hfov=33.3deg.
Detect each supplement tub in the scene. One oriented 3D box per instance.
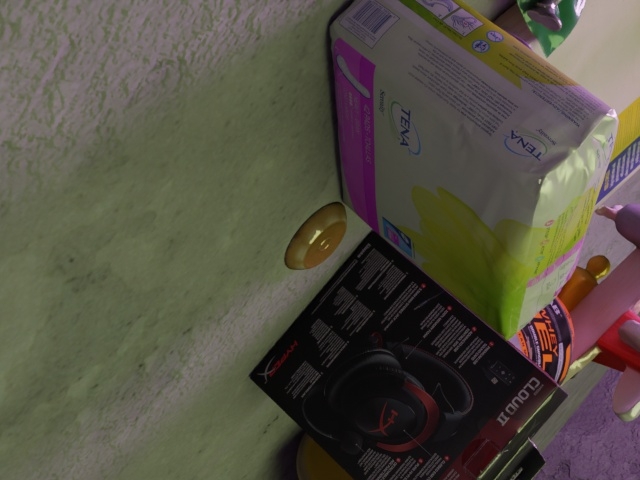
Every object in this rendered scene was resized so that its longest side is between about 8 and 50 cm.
[{"bbox_3d":[0.208,0.148,1.428,0.338,0.207,0.207,-8,135,-59],"label":"supplement tub"}]

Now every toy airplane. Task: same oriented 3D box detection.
[{"bbox_3d":[0.411,0.109,1.657,0.384,0.272,0.386,-32,-165,42],"label":"toy airplane"}]

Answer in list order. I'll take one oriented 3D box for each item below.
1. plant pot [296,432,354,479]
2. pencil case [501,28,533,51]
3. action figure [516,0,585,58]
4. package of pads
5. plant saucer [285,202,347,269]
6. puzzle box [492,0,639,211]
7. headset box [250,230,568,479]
[{"bbox_3d":[0.076,0.347,1.490,0.254,0.254,0.239,-43,141,-14],"label":"plant pot"},{"bbox_3d":[0.165,-0.122,1.073,0.088,0.086,0.206,-44,157,-15],"label":"pencil case"},{"bbox_3d":[0.267,-0.297,1.003,0.232,0.063,0.137,-48,134,-16],"label":"action figure"},{"bbox_3d":[0.121,-0.059,0.908,0.101,0.229,0.296,-42,156,-17],"label":"package of pads"},{"bbox_3d":[0.000,0.000,1.059,0.083,0.015,0.083,-39,155,-22],"label":"plant saucer"},{"bbox_3d":[0.312,-0.169,1.230,0.272,0.052,0.409,-40,148,-16],"label":"puzzle box"},{"bbox_3d":[0.106,0.168,1.159,0.218,0.293,0.110,-51,157,2],"label":"headset box"}]
